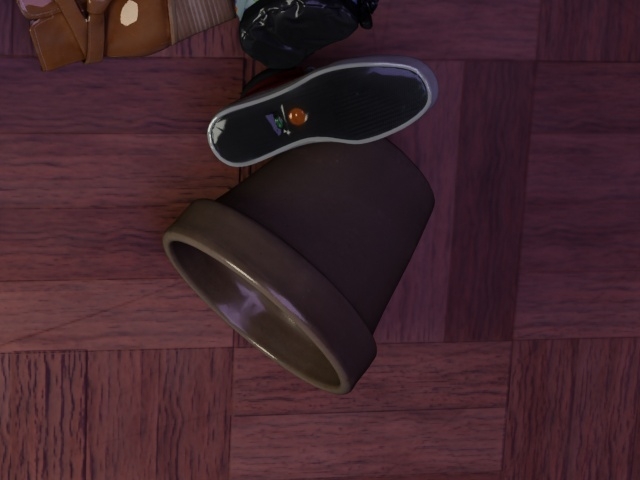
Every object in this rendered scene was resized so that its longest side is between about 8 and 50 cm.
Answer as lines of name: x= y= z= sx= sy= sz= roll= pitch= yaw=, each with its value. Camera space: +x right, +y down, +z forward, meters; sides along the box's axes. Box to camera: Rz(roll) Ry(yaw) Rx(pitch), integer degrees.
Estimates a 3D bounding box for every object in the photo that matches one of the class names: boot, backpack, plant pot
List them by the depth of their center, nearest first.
boot: x=-0.226 y=-0.321 z=1.897 sx=0.220 sy=0.109 sz=0.283 roll=-17 pitch=116 yaw=-3
backpack: x=-0.021 y=-0.285 z=1.898 sx=0.152 sy=0.182 sz=0.115 roll=-19 pitch=145 yaw=35
boot: x=0.015 y=-0.159 z=1.934 sx=0.244 sy=0.176 sz=0.088 roll=-12 pitch=108 yaw=19
plant pot: x=0.000 y=0.000 z=1.976 sx=0.263 sy=0.263 sz=0.229 roll=47 pitch=74 yaw=-20
